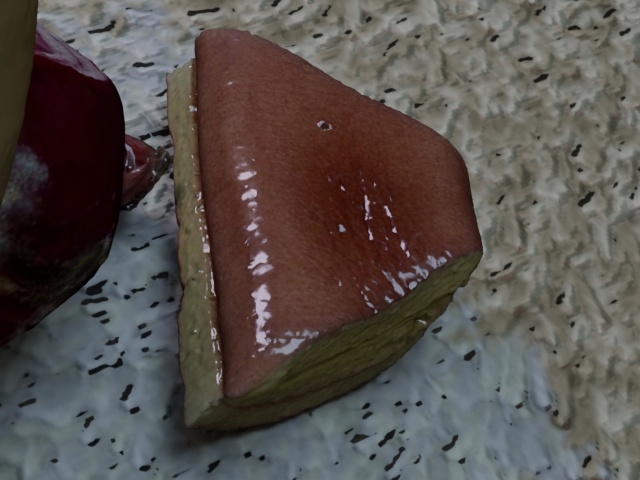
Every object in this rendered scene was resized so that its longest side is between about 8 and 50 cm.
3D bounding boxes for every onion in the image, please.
[{"bbox_3d":[-0.136,-0.023,0.699,0.173,0.135,0.198,44,6,34],"label":"onion"}]

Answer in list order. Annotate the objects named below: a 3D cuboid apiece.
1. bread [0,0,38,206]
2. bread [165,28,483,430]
[{"bbox_3d":[-0.280,-0.051,0.515,0.376,0.253,0.348,33,81,18],"label":"bread"},{"bbox_3d":[0.000,0.001,0.765,0.119,0.067,0.192,6,46,-11],"label":"bread"}]
